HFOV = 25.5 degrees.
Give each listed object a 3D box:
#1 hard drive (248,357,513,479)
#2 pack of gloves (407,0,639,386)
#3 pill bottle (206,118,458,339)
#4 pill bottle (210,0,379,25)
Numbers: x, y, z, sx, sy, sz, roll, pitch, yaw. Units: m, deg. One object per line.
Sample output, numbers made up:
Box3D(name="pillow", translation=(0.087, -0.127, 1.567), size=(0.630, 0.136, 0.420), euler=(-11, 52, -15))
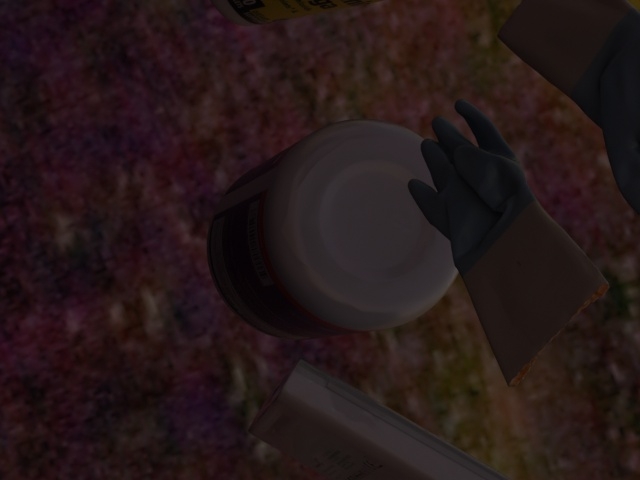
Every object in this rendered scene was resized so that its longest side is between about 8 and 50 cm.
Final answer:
Box3D(name="hard drive", translation=(0.093, 0.204, 1.149), size=(0.307, 0.203, 0.040), euler=(30, 71, -1))
Box3D(name="pack of gloves", translation=(0.149, -0.048, 0.856), size=(0.046, 0.195, 0.232), euler=(25, 25, -31))
Box3D(name="pill bottle", translation=(0.000, 0.000, 1.320), size=(0.181, 0.181, 0.323), euler=(69, -18, -1))
Box3D(name="pill bottle", translation=(0.037, -0.353, 1.559), size=(0.188, 0.334, 0.188), euler=(23, 64, -59))
